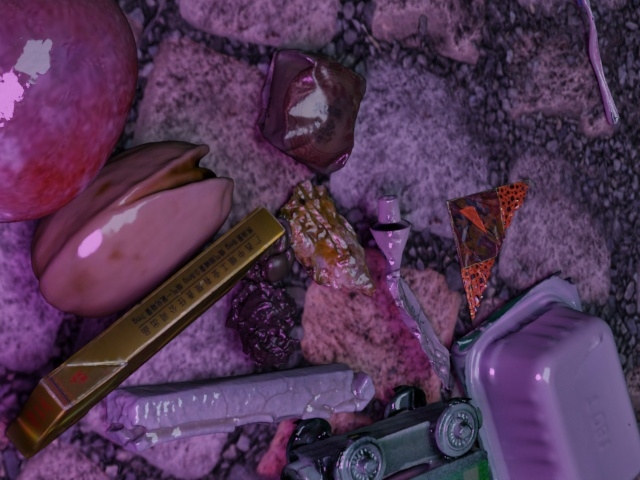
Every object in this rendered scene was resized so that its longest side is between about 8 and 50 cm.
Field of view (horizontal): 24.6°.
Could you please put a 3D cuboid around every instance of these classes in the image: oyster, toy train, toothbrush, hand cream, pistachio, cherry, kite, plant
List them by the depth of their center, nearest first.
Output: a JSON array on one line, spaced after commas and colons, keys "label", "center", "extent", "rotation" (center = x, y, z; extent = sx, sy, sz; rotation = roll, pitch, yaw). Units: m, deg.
[{"label": "cherry", "center": [-0.285, -0.155, 1.378], "extent": [0.236, 0.213, 0.285], "rotation": [2, 98, -32]}, {"label": "pistachio", "center": [-0.192, -0.017, 1.494], "extent": [0.238, 0.153, 0.138], "rotation": [-38, 91, -30]}, {"label": "plant", "center": [-0.061, 0.060, 1.660], "extent": [0.085, 0.087, 0.174], "rotation": [-12, 105, -70]}, {"label": "oyster", "center": [0.000, 0.000, 1.738], "extent": [0.121, 0.045, 0.146], "rotation": [-8, 95, -26]}, {"label": "toy train", "center": [0.083, 0.292, 1.754], "extent": [0.301, 0.120, 0.202], "rotation": [-15, 103, -40]}, {"label": "hand cream", "center": [0.112, 0.062, 1.805], "extent": [0.084, 0.050, 0.257], "rotation": [-81, 154, -66]}, {"label": "kite", "center": [0.203, -0.019, 1.925], "extent": [0.125, 0.008, 0.222], "rotation": [37, 67, -32]}, {"label": "toothbrush", "center": [0.391, -0.258, 2.073], "extent": [0.017, 0.022, 0.204], "rotation": [-29, 109, -32]}]

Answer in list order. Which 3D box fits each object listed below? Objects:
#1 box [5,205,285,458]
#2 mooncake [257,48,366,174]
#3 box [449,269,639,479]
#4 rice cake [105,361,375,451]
[{"label": "box", "center": [-0.178, 0.092, 1.498], "extent": [0.043, 0.173, 0.311], "rotation": [48, 57, 3]}, {"label": "mooncake", "center": [-0.004, -0.149, 1.706], "extent": [0.125, 0.073, 0.130], "rotation": [21, 79, -40]}, {"label": "box", "center": [0.330, 0.232, 1.970], "extent": [0.264, 0.106, 0.337], "rotation": [-30, 108, -36]}, {"label": "rice cake", "center": [-0.081, 0.179, 1.642], "extent": [0.336, 0.066, 0.063], "rotation": [-5, 102, -38]}]
